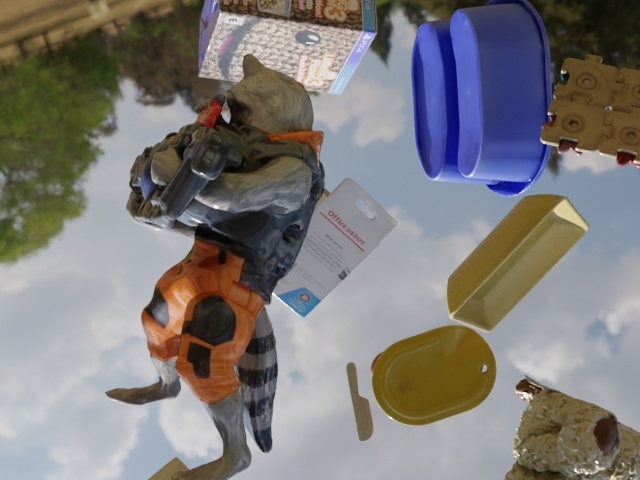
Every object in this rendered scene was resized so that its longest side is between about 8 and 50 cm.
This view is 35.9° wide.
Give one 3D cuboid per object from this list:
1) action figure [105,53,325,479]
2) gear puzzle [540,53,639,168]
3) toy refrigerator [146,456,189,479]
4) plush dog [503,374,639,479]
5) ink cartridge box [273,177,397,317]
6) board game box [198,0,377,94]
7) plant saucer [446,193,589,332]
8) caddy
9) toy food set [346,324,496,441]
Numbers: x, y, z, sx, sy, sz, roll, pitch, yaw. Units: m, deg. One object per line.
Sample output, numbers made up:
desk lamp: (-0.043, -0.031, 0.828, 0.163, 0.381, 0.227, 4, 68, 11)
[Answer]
action figure: (-0.087, 0.005, 0.863, 0.179, 0.330, 0.341, 15, -174, -17)
gear puzzle: (0.489, -0.159, 1.387, 0.339, 0.044, 0.175, 15, -118, 15)
toy refrigerator: (-0.135, 0.295, 0.884, 0.094, 0.102, 0.269, -39, 165, -24)
plush dog: (0.340, 0.343, 1.468, 0.211, 0.262, 0.225, 22, -97, 36)
ink cartridge box: (0.000, 0.000, 1.289, 0.180, 0.104, 0.060, -44, -155, 9)
board game box: (-0.068, -0.406, 1.859, 0.291, 0.141, 0.232, 4, 158, -14)
plant saucer: (0.406, 0.038, 2.103, 0.333, 0.081, 0.333, -48, 155, 9)
caddy: (0.286, -0.243, 1.671, 0.179, 0.341, 0.241, -5, -177, -25)
toy food set: (0.142, 0.196, 1.428, 0.218, 0.128, 0.071, -18, -177, 2)
